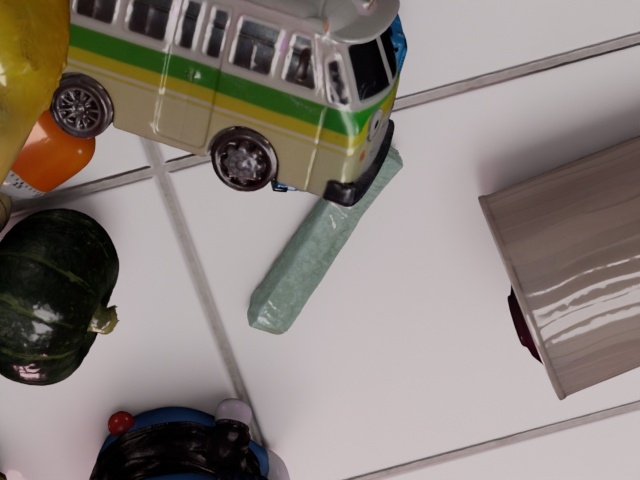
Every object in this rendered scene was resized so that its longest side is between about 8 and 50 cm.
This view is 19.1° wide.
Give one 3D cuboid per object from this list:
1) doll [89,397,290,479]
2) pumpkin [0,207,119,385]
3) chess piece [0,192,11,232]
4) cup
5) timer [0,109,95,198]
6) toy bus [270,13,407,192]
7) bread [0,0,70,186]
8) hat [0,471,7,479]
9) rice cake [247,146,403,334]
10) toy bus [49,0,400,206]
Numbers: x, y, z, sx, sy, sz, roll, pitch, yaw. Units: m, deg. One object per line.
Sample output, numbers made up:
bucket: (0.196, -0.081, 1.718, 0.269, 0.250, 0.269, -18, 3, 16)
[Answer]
doll: (-0.142, 0.318, 1.904, 0.240, 0.310, 0.284, 34, 117, -32)
pumpkin: (-0.249, 0.052, 1.744, 0.125, 0.167, 0.167, 16, 137, 23)
chess piece: (-0.324, -0.032, 1.738, 0.083, 0.038, 0.084, -7, 134, -7)
cup: (0.313, 0.031, 1.817, 0.273, 0.208, 0.288, -23, 130, 6)
timer: (-0.249, -0.106, 1.653, 0.136, 0.099, 0.136, -16, 137, -15)
toy bus: (0.010, -0.136, 1.685, 0.106, 0.090, 0.185, 5, 131, -14)
bread: (-0.369, -0.121, 1.471, 0.361, 0.250, 0.394, 47, 115, 7)
hat: (-0.354, 0.274, 1.979, 0.193, 0.082, 0.193, 25, 147, 18)
rice cake: (0.000, 0.000, 1.833, 0.045, 0.042, 0.245, 19, 125, -23)
toy bus: (-0.081, -0.161, 1.540, 0.305, 0.143, 0.179, 19, 121, 8)
